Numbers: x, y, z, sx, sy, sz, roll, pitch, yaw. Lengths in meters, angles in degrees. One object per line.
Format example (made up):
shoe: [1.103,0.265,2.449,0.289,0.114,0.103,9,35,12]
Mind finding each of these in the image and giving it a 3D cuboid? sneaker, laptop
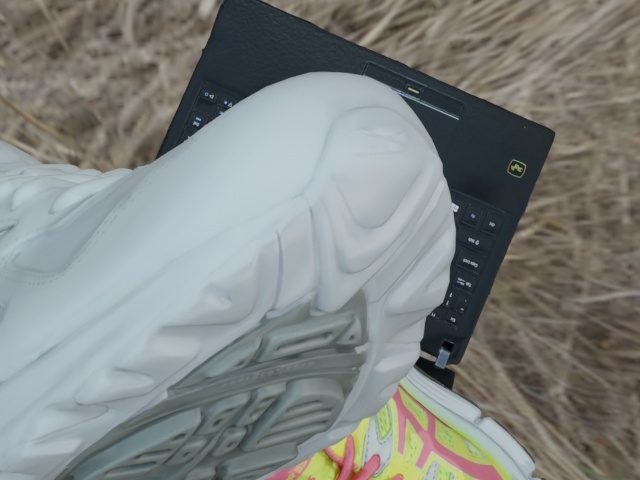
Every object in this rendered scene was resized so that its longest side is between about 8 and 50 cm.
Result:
sneaker: [-0.065,0.013,0.423,0.090,0.232,0.115,0,63,-42]
sneaker: [0.007,0.080,0.699,0.081,0.094,0.208,-36,95,31]
laptop: [0.000,0.000,1.172,0.234,0.136,0.264,24,85,-3]
